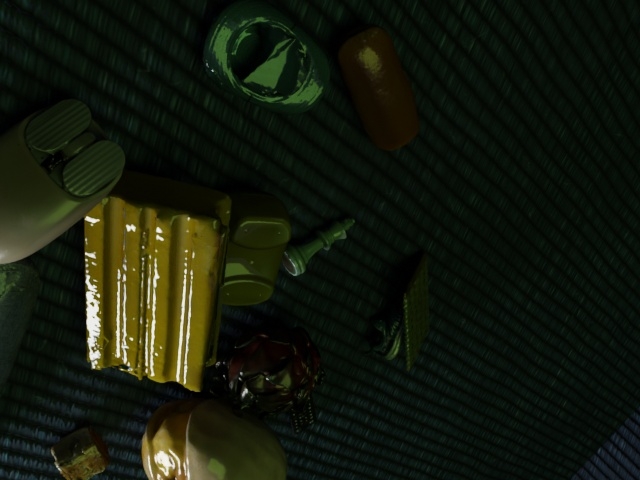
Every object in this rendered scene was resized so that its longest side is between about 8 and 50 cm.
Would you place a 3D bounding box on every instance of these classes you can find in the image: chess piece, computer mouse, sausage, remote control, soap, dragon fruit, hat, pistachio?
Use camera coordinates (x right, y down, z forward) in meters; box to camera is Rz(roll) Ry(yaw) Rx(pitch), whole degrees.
[{"bbox_3d":[0.000,0.000,1.434,0.149,0.059,0.059,-35,136,-17],"label":"chess piece"},{"bbox_3d":[-0.370,-0.073,1.050,0.236,0.082,0.145,-37,95,-2],"label":"computer mouse"},{"bbox_3d":[0.094,-0.238,1.287,0.098,0.098,0.238,-36,134,-7],"label":"sausage"},{"bbox_3d":[-0.048,0.307,1.656,0.063,0.025,0.245,-25,133,-19],"label":"remote control"},{"bbox_3d":[-0.241,0.065,1.210,0.204,0.096,0.324,14,123,5],"label":"soap"},{"bbox_3d":[-0.087,0.233,1.469,0.182,0.182,0.188,-64,173,21],"label":"dragon fruit"},{"bbox_3d":[-0.082,-0.259,1.158,0.191,0.078,0.138,30,95,-26],"label":"hat"},{"bbox_3d":[-0.187,0.400,1.508,0.230,0.230,0.309,-45,133,2],"label":"pistachio"}]

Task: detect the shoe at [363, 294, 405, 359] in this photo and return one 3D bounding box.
[{"bbox_3d":[0.136,0.175,1.667,0.071,0.064,0.143,10,112,-17],"label":"shoe"}]

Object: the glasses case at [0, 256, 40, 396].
[{"bbox_3d":[-0.488,0.139,1.178,0.109,0.067,0.282,5,118,-42],"label":"glasses case"}]

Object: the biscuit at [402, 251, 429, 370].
[{"bbox_3d":[0.196,0.145,1.657,0.139,0.016,0.231,-58,151,-41],"label":"biscuit"}]

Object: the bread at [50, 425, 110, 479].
[{"bbox_3d":[-0.414,0.368,1.408,0.083,0.076,0.070,-32,124,-11],"label":"bread"}]

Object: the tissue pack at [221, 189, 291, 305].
[{"bbox_3d":[-0.124,0.005,1.297,0.123,0.127,0.178,3,120,-29],"label":"tissue pack"}]
